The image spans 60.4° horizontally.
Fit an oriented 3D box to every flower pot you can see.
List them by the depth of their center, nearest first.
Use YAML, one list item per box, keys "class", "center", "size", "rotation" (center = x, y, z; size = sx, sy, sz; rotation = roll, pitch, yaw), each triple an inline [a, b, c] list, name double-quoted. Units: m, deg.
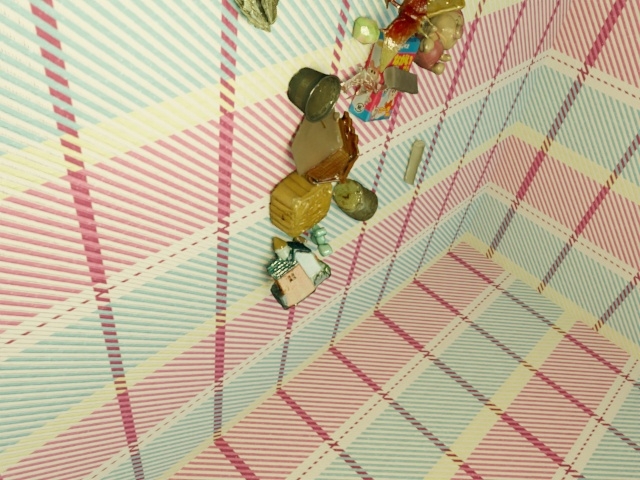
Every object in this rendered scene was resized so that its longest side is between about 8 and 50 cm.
- class: "flower pot"
  center: [-0.027, -0.450, 1.670]
  size: [0.157, 0.107, 0.157]
  rotation: [-43, 155, -26]

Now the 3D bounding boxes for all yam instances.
- class: "yam"
  center: [0.154, -0.164, 2.316]
  size: [0.154, 0.154, 0.254]
  rotation: [-55, 158, 6]

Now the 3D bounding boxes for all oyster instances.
- class: "oyster"
  center: [-0.145, -0.612, 1.277]
  size: [0.198, 0.112, 0.267]
  rotation: [-53, 158, -55]

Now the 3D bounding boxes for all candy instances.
- class: "candy"
  center: [0.223, -0.577, 1.936]
  size: [0.157, 0.100, 0.305]
  rotation: [-20, 141, -47]

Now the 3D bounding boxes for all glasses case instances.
- class: "glasses case"
  center: [0.280, -0.545, 1.884]
  size: [0.191, 0.042, 0.072]
  rotation: [-10, 91, -55]

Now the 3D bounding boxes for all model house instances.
- class: "model house"
  center: [0.026, -0.313, 1.856]
  size: [0.220, 0.199, 0.229]
  rotation: [-22, 161, 16]
- class: "model house"
  center: [-0.122, 0.085, 2.197]
  size: [0.253, 0.184, 0.291]
  rotation: [-35, 123, -13]

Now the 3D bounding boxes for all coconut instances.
- class: "coconut"
  center: [0.144, -0.652, 1.721]
  size: [0.083, 0.082, 0.081]
  rotation: [-59, 161, -48]

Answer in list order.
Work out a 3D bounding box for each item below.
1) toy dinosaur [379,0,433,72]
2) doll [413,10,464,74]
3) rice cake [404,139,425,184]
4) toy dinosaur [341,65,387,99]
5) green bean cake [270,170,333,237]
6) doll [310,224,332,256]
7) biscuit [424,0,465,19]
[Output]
- class: "toy dinosaur"
  center: [0.260, -0.698, 1.746]
  size: [0.207, 0.113, 0.327]
  rotation: [0, 85, -24]
- class: "doll"
  center: [0.431, -0.743, 1.984]
  size: [0.255, 0.152, 0.196]
  rotation: [-58, 171, -12]
- class: "rice cake"
  center: [0.453, -0.373, 2.639]
  size: [0.052, 0.057, 0.256]
  rotation: [-34, 150, -30]
- class: "toy dinosaur"
  center: [0.134, -0.525, 1.834]
  size: [0.220, 0.032, 0.108]
  rotation: [-2, 124, -13]
- class: "green bean cake"
  center: [-0.063, -0.142, 1.988]
  size: [0.230, 0.131, 0.224]
  rotation: [-37, 152, -27]
- class: "doll"
  center: [0.000, 0.000, 2.279]
  size: [0.059, 0.158, 0.159]
  rotation: [-22, 119, -7]
- class: "biscuit"
  center: [0.391, -0.848, 1.865]
  size: [0.183, 0.174, 0.039]
  rotation: [-21, -166, -1]
